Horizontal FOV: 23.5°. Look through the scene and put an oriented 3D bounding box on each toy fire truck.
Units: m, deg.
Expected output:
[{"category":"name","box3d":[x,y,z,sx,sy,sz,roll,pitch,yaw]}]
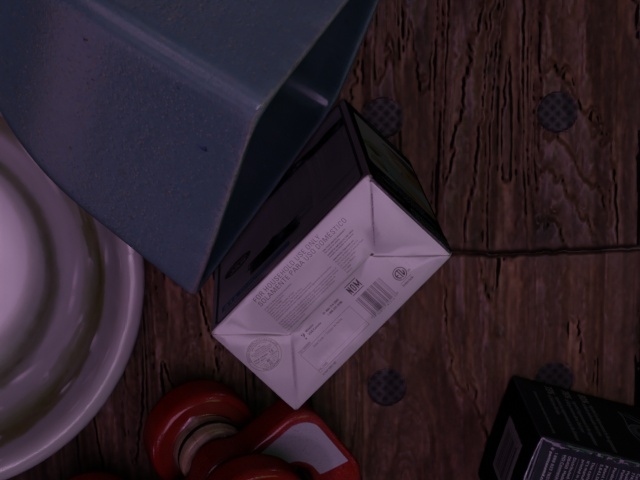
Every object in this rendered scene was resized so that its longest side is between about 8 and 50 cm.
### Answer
[{"category":"toy fire truck","box3d":[-0.086,0.287,1.348,0.302,0.169,0.254,-40,124,-5]}]

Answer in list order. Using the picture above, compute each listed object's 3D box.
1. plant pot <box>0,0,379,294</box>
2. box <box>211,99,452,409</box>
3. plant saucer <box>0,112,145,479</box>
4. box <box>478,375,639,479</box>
[{"category":"plant pot","box3d":[-0.118,-0.165,1.168,0.252,0.247,0.248,32,144,5]},{"category":"box","box3d":[0.000,0.000,1.221,0.087,0.290,0.169,42,101,-12]},{"category":"plant saucer","box3d":[-0.347,0.018,1.308,0.400,0.100,0.400,0,105,-2]},{"category":"box","box3d":[0.260,0.216,1.360,0.207,0.153,0.108,16,104,-6]}]
